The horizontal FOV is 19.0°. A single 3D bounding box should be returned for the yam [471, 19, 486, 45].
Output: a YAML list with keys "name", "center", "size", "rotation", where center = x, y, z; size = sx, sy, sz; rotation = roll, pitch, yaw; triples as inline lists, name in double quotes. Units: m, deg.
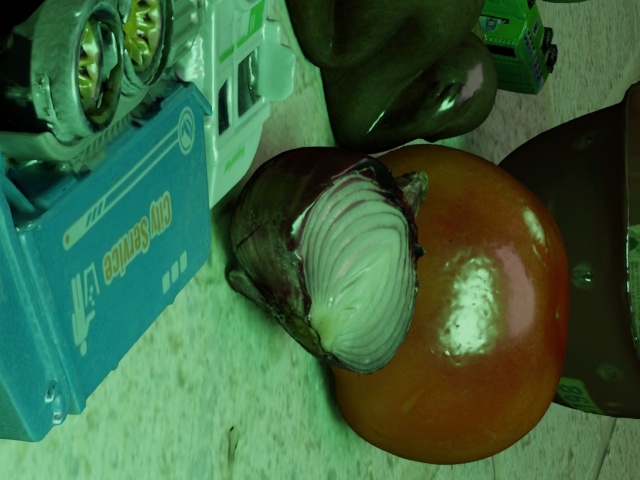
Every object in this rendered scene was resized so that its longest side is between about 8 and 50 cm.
- name: "yam"
  center: [0.089, -0.227, 1.676]
  size: [0.067, 0.071, 0.317]
  rotation: [47, -2, 24]

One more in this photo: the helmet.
- name: "helmet"
  center: [0.251, 0.025, 1.909]
  size: [0.385, 0.230, 0.338]
  rotation: [33, 55, -59]

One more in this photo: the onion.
- name: "onion"
  center: [0.000, 0.000, 1.297]
  size: [0.151, 0.098, 0.206]
  rotation: [-55, 147, -27]

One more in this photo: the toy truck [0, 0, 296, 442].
- name: "toy truck"
  center: [-0.126, -0.053, 0.834]
  size: [0.367, 0.146, 0.175]
  rotation: [-52, 144, -61]

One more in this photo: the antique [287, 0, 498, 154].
- name: "antique"
  center: [0.067, -0.165, 1.483]
  size: [0.257, 0.143, 0.121]
  rotation: [70, 22, -51]

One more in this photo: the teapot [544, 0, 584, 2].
- name: "teapot"
  center: [0.220, -0.430, 1.968]
  size: [0.270, 0.200, 0.337]
  rotation: [67, 9, 26]

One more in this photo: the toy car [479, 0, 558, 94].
- name: "toy car"
  center: [0.205, -0.222, 2.065]
  size: [0.165, 0.071, 0.062]
  rotation: [62, 45, -56]

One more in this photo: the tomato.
- name: "tomato"
  center: [0.100, 0.050, 1.497]
  size: [0.260, 0.180, 0.260]
  rotation: [0, 90, -70]
